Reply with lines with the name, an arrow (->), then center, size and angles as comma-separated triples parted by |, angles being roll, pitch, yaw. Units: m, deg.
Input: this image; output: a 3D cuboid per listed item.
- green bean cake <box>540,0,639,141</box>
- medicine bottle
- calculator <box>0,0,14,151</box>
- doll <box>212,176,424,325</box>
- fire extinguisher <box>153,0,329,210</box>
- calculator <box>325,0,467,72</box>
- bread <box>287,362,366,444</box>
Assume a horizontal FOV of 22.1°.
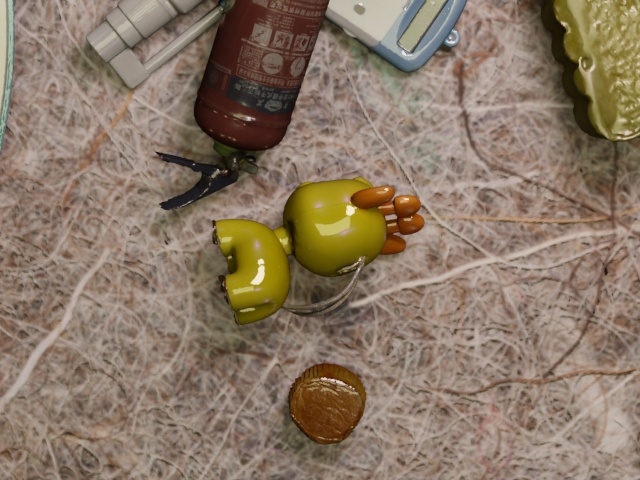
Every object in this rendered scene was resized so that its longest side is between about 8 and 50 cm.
green bean cake -> 0.350, -0.235, 1.691 | 0.236, 0.124, 0.233 | -17, 96, -2
medicine bottle -> -0.138, -0.254, 1.696 | 0.220, 0.061, 0.092 | -39, 115, 1
calculator -> -0.448, -0.150, 1.686 | 0.256, 0.054, 0.386 | 10, 95, -4
doll -> 0.000, 0.000, 1.689 | 0.220, 0.143, 0.135 | -15, 61, -1
fire extinguisher -> -0.078, -0.182, 1.657 | 0.138, 0.102, 0.344 | 7, 113, -35
calculator -> 0.059, -0.267, 1.713 | 0.210, 0.039, 0.121 | 35, 93, -6
bread -> 0.007, 0.171, 1.739 | 0.085, 0.053, 0.085 | 1, 106, 2
